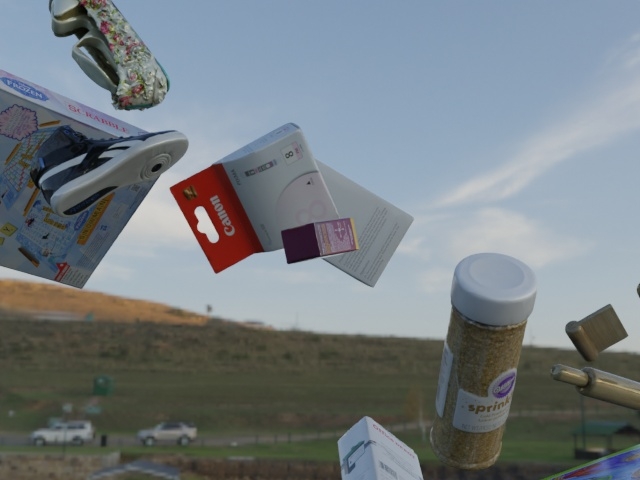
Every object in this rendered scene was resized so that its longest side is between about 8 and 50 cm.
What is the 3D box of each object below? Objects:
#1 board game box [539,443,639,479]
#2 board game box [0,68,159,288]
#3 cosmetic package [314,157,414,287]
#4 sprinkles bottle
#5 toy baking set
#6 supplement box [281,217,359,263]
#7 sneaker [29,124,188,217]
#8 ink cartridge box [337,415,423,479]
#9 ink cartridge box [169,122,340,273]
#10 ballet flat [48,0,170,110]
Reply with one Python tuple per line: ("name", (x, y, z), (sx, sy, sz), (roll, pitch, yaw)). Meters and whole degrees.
("board game box", (0.187, 0.203, 0.516), (0.233, 0.078, 0.347), (-23, -9, 8))
("board game box", (-0.463, -0.088, 1.400), (0.318, 0.066, 0.318), (22, -63, -38))
("cosmetic package", (0.010, -0.063, 1.989), (0.365, 0.197, 0.155), (32, -1, 0))
("sprinkles bottle", (0.245, 0.193, 1.313), (0.121, 0.121, 0.355), (1, -56, -2))
("toy baking set", (0.360, 0.109, 0.847), (0.256, 0.030, 0.197), (22, -52, -28))
("supplement box", (0.000, 0.000, 1.038), (0.055, 0.043, 0.083), (-12, -2, 36))
("sneaker", (-0.305, -0.131, 1.204), (0.217, 0.121, 0.079), (-30, -24, -25))
("ink cartridge box", (0.124, 0.473, 1.669), (0.160, 0.092, 0.219), (41, 15, -17))
("ink cartridge box", (-0.104, -0.061, 1.425), (0.232, 0.189, 0.066), (-31, 28, -12))
("ballet flat", (-0.272, -0.250, 1.014), (0.077, 0.241, 0.091), (-31, -16, -32))
